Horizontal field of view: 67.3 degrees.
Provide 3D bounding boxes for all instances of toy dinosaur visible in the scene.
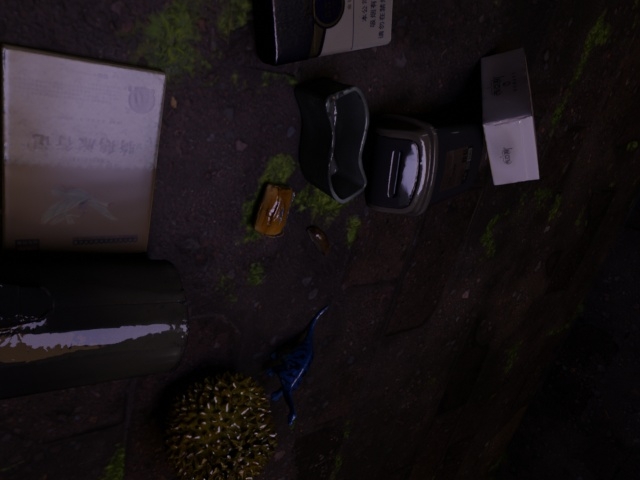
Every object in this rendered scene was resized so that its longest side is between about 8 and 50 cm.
[{"bbox_3d":[-0.069,0.302,1.165,0.076,0.144,0.329,45,40,-20],"label":"toy dinosaur"}]

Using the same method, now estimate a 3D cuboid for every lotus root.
[{"bbox_3d":[0.001,-0.002,1.095,0.030,0.037,0.083,-45,136,-14],"label":"lotus root"}]

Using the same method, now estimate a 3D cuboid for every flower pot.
[{"bbox_3d":[0.024,-0.195,0.941,0.103,0.108,0.229,-24,130,-27],"label":"flower pot"}]

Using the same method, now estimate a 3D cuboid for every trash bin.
[{"bbox_3d":[0.221,-0.179,1.071,0.290,0.182,0.210,-18,122,-38],"label":"trash bin"},{"bbox_3d":[-0.375,0.124,0.736,0.301,0.203,0.252,4,153,-43],"label":"trash bin"}]

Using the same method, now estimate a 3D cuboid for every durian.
[{"bbox_3d":[-0.213,0.431,1.056,0.258,0.258,0.293,-29,142,-23],"label":"durian"}]

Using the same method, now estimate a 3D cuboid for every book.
[{"bbox_3d":[-0.357,-0.116,0.732,0.216,0.021,0.311,-4,119,-39],"label":"book"}]

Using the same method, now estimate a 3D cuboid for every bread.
[{"bbox_3d":[-0.093,-0.059,0.969,0.072,0.053,0.106,7,106,-46],"label":"bread"}]

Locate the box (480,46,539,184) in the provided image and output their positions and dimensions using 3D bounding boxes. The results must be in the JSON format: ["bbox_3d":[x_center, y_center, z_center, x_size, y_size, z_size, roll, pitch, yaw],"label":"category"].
[{"bbox_3d":[0.447,-0.292,1.139,0.194,0.111,0.261,58,33,-44],"label":"box"}]

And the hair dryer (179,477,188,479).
[{"bbox_3d":[-0.300,0.571,1.206,0.082,0.047,0.137,4,106,-42],"label":"hair dryer"}]

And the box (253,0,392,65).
[{"bbox_3d":[0.009,-0.406,0.819,0.259,0.071,0.168,-24,130,-29],"label":"box"}]
